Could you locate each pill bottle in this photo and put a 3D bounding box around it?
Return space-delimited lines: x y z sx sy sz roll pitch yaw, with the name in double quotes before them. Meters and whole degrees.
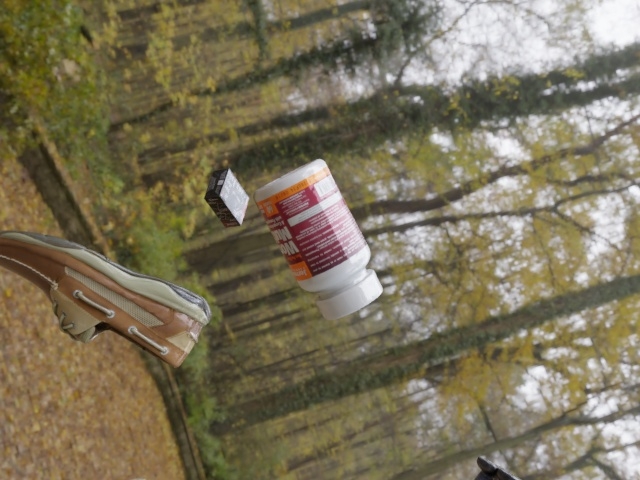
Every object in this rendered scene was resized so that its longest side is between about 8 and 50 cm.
"pill bottle" 0.000 0.000 1.141 0.221 0.121 0.121 63 -9 -7

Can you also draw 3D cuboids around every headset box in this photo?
"headset box" -0.150 -0.066 1.242 0.083 0.032 0.062 59 34 -45

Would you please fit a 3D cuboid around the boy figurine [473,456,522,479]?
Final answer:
"boy figurine" 0.280 0.559 1.456 0.177 0.285 0.092 27 -5 46

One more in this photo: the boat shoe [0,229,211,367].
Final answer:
"boat shoe" -0.321 0.085 1.077 0.122 0.324 0.120 115 -4 -74

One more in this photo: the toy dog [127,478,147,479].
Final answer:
"toy dog" -0.064 0.398 0.558 0.408 0.395 0.284 56 28 -10
